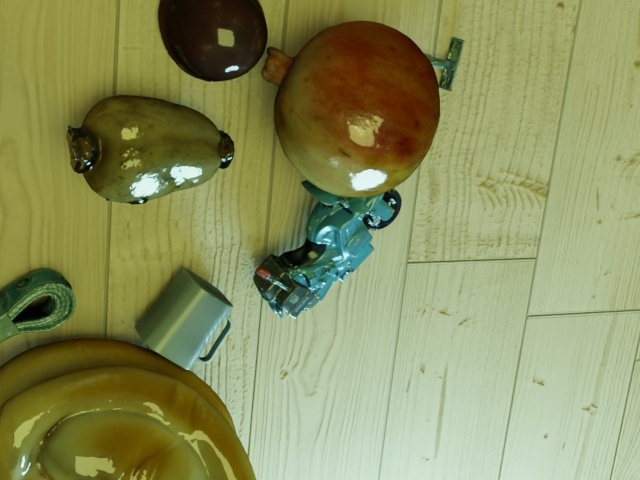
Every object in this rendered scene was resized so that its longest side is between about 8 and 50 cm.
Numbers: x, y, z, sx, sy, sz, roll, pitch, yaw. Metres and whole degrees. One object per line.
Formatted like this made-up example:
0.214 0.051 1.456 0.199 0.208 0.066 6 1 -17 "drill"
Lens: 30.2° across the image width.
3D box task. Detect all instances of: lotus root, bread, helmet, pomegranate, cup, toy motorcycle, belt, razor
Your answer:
-0.250 -0.128 1.690 0.257 0.140 0.154 1 97 -32 "lotus root"
-0.313 0.334 1.783 0.424 0.245 0.329 27 99 -23 "bread"
-0.143 -0.301 1.682 0.155 0.106 0.175 -33 114 -7 "helmet"
0.036 -0.198 1.715 0.270 0.229 0.252 25 63 -10 "pomegranate"
-0.199 0.130 1.835 0.128 0.095 0.129 35 94 -30 "cup"
0.000 0.000 1.840 0.272 0.123 0.182 -48 134 5 "toy motorcycle"
-0.498 0.144 1.737 0.302 0.072 0.087 -31 122 -8 "belt"
0.120 -0.287 1.825 0.211 0.036 0.084 7 106 -24 "razor"
